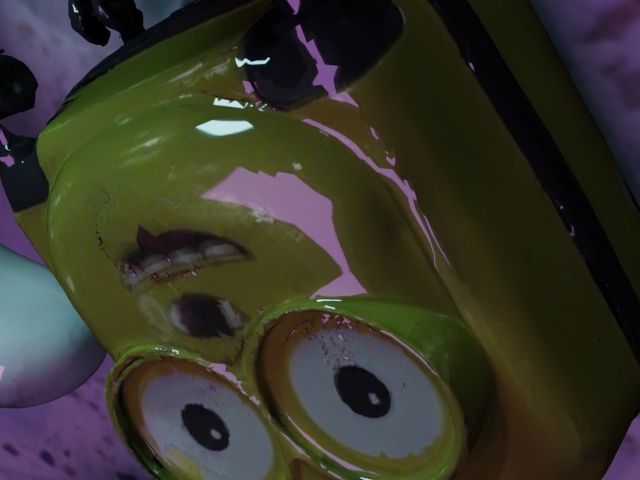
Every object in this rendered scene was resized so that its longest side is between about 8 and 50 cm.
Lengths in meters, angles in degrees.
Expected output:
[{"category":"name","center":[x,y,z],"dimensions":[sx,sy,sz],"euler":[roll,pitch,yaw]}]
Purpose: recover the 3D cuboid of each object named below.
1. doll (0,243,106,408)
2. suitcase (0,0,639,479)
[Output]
[{"category":"doll","center":[-0.300,-0.074,0.619],"dimensions":[0.365,0.187,0.376],"euler":[-17,85,31]},{"category":"suitcase","center":[0.000,0.000,0.489],"dimensions":[0.194,0.143,0.235],"euler":[-18,112,39]}]
